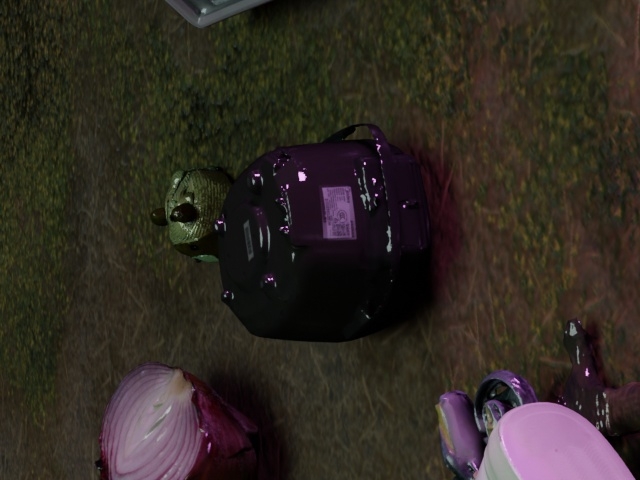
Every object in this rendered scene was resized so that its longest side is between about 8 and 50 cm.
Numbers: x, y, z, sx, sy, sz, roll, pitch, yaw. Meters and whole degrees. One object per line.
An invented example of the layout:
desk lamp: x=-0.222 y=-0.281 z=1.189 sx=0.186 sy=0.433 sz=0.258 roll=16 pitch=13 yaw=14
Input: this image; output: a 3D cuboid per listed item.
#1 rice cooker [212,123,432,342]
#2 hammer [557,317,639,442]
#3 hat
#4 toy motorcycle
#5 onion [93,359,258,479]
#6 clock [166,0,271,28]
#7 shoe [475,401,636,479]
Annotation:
rice cooker: x=0.001 y=0.000 z=1.368 sx=0.203 sy=0.118 sz=0.142 roll=140 pitch=125 yaw=-62
hammer: x=0.211 y=0.080 z=1.044 sx=0.297 sy=0.027 sz=0.125 roll=-26 pitch=67 yaw=61
hat: x=-0.107 y=-0.023 z=1.661 sx=0.077 sy=0.059 sz=0.076 roll=-138 pitch=57 yaw=-62
toy motorcycle: x=0.116 y=0.179 z=1.204 sx=0.124 sy=0.061 sz=0.193 roll=-37 pitch=66 yaw=51
onion: x=-0.114 y=0.186 z=1.627 sx=0.151 sy=0.098 sz=0.206 roll=-57 pitch=28 yaw=10
clock: x=-0.088 y=-0.242 z=1.503 sx=0.063 sy=0.150 sz=0.197 roll=-55 pitch=20 yaw=-20
shoe: x=0.158 y=0.218 z=1.066 sx=0.265 sy=0.095 sz=0.110 roll=64 pitch=145 yaw=31
